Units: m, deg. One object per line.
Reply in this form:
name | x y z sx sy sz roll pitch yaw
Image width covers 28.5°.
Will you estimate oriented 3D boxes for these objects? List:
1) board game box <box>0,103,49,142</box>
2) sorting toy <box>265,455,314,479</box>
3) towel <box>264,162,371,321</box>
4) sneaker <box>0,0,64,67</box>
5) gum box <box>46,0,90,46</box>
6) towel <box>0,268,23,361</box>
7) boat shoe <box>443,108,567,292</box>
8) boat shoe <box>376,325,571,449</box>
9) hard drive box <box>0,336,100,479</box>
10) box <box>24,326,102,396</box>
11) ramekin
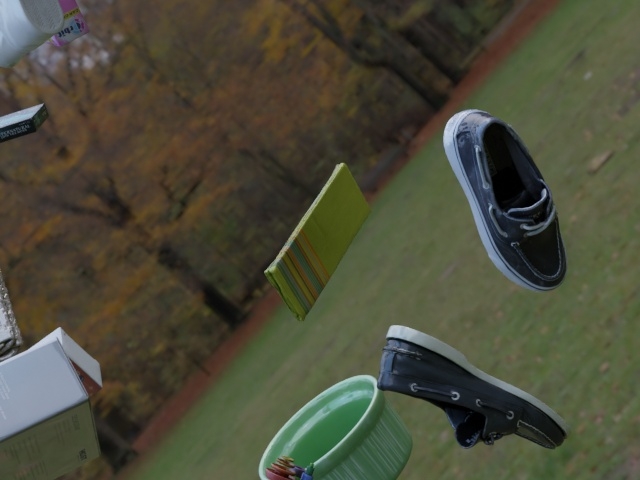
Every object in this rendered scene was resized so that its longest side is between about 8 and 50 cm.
board game box | -0.549 -0.177 2.083 0.186 0.026 0.126 -17 17 3
sorting toy | -0.037 0.334 1.823 0.102 0.061 0.042 29 -98 -65
towel | 0.000 0.000 1.812 0.021 0.102 0.237 -2 41 37
sneaker | -0.514 -0.416 1.962 0.108 0.292 0.169 -11 -13 -46
gum box | -0.477 -0.404 2.195 0.062 0.107 0.188 -31 24 -17
towel | -0.595 0.127 2.065 0.187 0.049 0.282 -28 45 -1
boat shoe | 0.276 -0.047 1.738 0.108 0.301 0.102 -34 23 -16
boat shoe | 0.223 0.250 1.874 0.127 0.340 0.113 -4 57 59
hard drive box | -0.375 0.229 1.419 0.232 0.089 0.181 -24 -25 -19
box | -0.553 0.285 2.566 0.170 0.130 0.091 -36 33 7
ramekin | 0.039 0.425 2.515 0.303 0.148 0.303 -37 14 11
